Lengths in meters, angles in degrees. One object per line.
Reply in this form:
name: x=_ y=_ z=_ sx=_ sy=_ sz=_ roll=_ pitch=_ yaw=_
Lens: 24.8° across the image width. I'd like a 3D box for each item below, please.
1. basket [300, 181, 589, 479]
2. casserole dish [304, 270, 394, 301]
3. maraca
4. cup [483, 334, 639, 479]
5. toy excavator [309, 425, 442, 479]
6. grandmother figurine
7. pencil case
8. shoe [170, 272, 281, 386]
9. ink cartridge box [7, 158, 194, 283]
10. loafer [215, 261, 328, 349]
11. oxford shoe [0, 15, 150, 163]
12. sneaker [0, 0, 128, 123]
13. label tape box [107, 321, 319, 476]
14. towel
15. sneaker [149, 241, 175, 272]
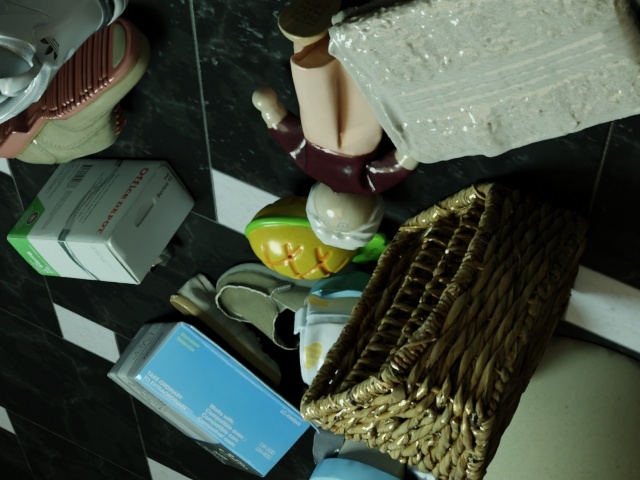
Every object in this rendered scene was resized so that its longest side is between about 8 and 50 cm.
basket: x=0.127 y=0.074 z=1.538 sx=0.223 sy=0.299 sz=0.213 roll=24 pitch=150 yaw=15
casserole dish: x=0.066 y=0.086 z=1.839 sx=0.114 sy=0.037 sz=0.188 roll=-16 pitch=143 yaw=43
maraca: x=0.000 y=0.000 z=1.765 sx=0.185 sy=0.099 sz=0.127 roll=9 pitch=165 yaw=-9
cup: x=0.303 y=0.311 z=1.796 sx=0.331 sy=0.237 sz=0.331 roll=24 pitch=150 yaw=15
toy excavator: x=0.072 y=0.533 z=2.141 sx=0.222 sy=0.445 sz=0.433 roll=11 pitch=144 yaw=34
grandmother figurine: x=0.018 y=-0.114 z=1.570 sx=0.208 sy=0.104 sz=0.342 roll=29 pitch=149 yaw=25
pencil case: x=0.108 y=0.121 z=1.731 sx=0.273 sy=0.113 sz=0.124 roll=1 pitch=162 yaw=11
shoe: x=-0.126 y=0.134 z=2.124 sx=0.219 sy=0.058 sz=0.076 roll=46 pitch=157 yaw=-25
ink cartridge box: x=-0.292 y=-0.028 z=1.941 sx=0.208 sy=0.153 sz=0.087 roll=4 pitch=141 yaw=42
loafer: x=-0.055 y=0.092 z=1.960 sx=0.251 sy=0.087 sz=0.094 roll=3 pitch=139 yaw=42
oxford shoe: x=-0.285 y=-0.180 z=1.781 sx=0.130 sy=0.123 sz=0.348 roll=15 pitch=159 yaw=-33
sneaker: x=-0.404 y=-0.245 z=1.658 sx=0.366 sy=0.210 sz=0.137 roll=8 pitch=142 yaw=37
label tape box: x=-0.167 y=0.238 z=2.182 sx=0.249 sy=0.115 sz=0.347 roll=39 pitch=168 yaw=-12
towel: x=0.159 y=-0.167 z=1.331 sx=0.282 sy=0.049 sz=0.187 roll=-15 pitch=129 yaw=32
sneaker: x=-0.270 y=0.010 z=2.073 sx=0.152 sy=0.058 sz=0.084 roll=-7 pitch=124 yaw=40
